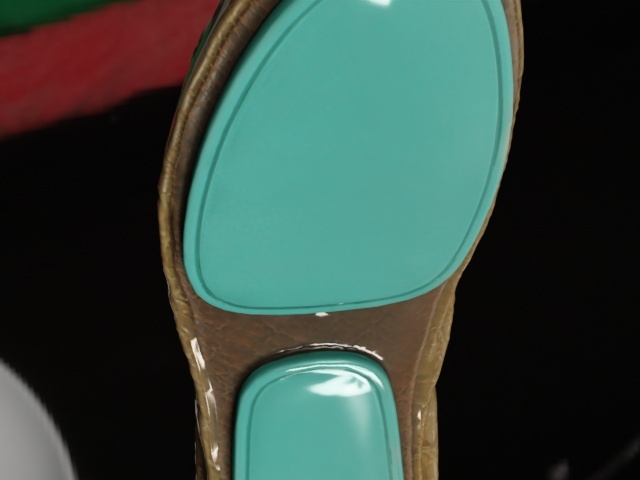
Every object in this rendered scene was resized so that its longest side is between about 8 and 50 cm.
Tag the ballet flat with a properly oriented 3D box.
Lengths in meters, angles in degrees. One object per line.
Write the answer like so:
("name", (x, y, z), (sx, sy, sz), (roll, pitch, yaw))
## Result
("ballet flat", (0.000, 0.000, 0.668), (0.116, 0.342, 0.124), (-5, -137, -6))
